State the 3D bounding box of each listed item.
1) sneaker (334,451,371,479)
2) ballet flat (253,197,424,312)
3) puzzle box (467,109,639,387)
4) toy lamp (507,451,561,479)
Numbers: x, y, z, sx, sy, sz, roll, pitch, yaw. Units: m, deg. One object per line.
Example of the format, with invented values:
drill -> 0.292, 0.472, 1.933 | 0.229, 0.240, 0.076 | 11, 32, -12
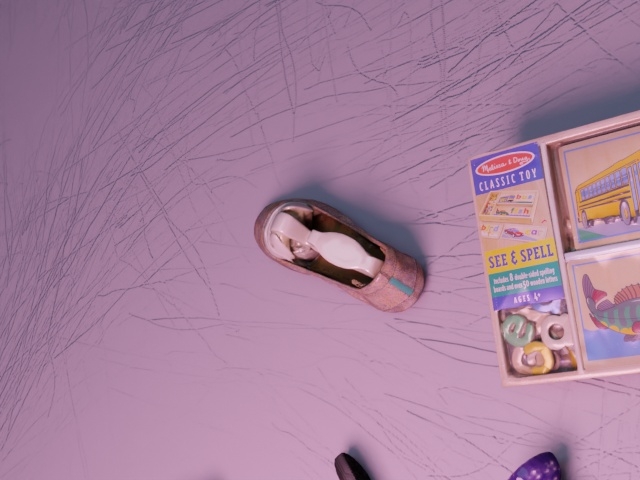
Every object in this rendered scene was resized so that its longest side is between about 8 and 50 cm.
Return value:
sneaker -> 0.040, 0.344, 1.052 | 0.089, 0.051, 0.170 | -42, 56, 10
ballet flat -> 0.000, 0.000, 1.184 | 0.316, 0.106, 0.107 | 21, 85, 40
puzzle box -> 0.360, -0.005, 0.909 | 0.409, 0.052, 0.272 | -14, 77, 34
toy lamp -> 0.287, 0.334, 0.860 | 0.080, 0.080, 0.274 | -49, 49, 10
